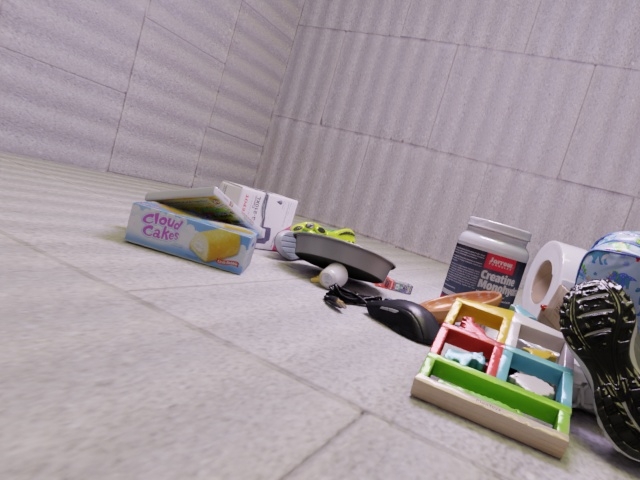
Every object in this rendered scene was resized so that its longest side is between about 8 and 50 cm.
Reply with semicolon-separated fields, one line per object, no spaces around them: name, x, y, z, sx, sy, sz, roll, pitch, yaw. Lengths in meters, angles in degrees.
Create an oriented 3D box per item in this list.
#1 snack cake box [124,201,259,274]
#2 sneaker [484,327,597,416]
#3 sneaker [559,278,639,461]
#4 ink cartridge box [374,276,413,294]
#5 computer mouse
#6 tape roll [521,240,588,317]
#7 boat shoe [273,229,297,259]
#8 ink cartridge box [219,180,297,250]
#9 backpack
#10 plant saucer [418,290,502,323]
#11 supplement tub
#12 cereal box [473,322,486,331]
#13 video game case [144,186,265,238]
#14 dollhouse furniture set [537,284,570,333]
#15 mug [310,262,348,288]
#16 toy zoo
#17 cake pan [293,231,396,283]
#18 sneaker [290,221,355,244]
snack cake box;-0.283;-0.011;1.140;0.264;0.089;0.152;16;6;-3
sneaker;0.383;0.227;0.806;0.297;0.111;0.129;18;22;38
sneaker;0.413;0.178;0.711;0.100;0.272;0.108;-18;-41;26
ink cartridge box;0.213;0.130;1.510;0.115;0.029;0.063;15;6;-14
computer mouse;0.125;0.135;1.034;0.184;0.060;0.262;14;6;-31
tape roll;0.756;0.148;1.615;0.100;0.286;0.286;17;6;3
boat shoe;-0.098;0.021;1.513;0.075;0.083;0.226;6;-10;23
ink cartridge box;-0.201;-0.069;1.518;0.100;0.172;0.237;21;7;40
backpack;0.765;0.151;1.237;0.273;0.356;0.290;12;8;-30
plant saucer;0.319;0.156;1.163;0.200;0.037;0.200;-12;1;0
supplement tub;0.451;0.086;1.378;0.191;0.272;0.191;16;6;-2
cereal box;0.455;0.223;1.184;0.240;0.047;0.173;18;8;16
video game case;-0.283;-0.062;1.240;0.227;0.026;0.206;0;-28;31
dollhouse furniture set;0.584;0.195;1.032;0.259;0.135;0.262;16;22;-12
mug;0.022;0.095;1.228;0.062;0.078;0.064;51;24;10
toy zoo;0.267;0.169;0.739;0.192;0.030;0.293;19;27;20
cake pan;0.057;0.051;1.364;0.293;0.054;0.293;18;-10;3
sneaker;0.000;0.000;1.936;0.295;0.109;0.123;8;-16;-38
